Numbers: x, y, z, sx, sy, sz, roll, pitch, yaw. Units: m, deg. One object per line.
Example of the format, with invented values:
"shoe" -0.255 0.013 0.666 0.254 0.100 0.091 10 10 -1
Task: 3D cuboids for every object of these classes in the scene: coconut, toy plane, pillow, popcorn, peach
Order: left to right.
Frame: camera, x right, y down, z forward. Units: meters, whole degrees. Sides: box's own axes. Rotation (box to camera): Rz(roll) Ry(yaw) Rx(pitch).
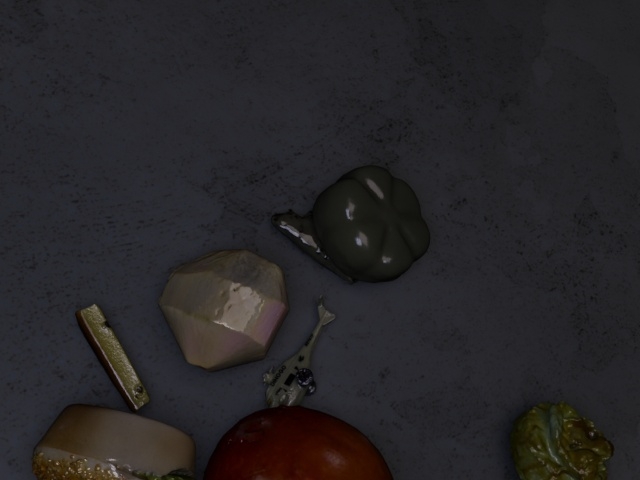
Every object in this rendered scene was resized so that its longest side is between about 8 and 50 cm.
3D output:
"coconut" -0.189 0.140 1.404 0.259 0.259 0.260 4 75 -16
"toy plane" -0.043 0.255 1.501 0.108 0.092 0.286 25 70 18
"peach" -0.037 0.473 1.312 0.369 0.370 0.370 4 75 -16
"pillow" 0.001 0.000 1.593 0.241 0.051 0.093 37 64 -4
"popcorn" 0.521 0.470 1.561 0.204 0.184 0.221 -30 72 -34

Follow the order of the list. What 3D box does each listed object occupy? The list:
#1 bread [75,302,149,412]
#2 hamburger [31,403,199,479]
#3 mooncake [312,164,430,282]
"bread" -0.406 0.232 1.391 0.049 0.088 0.226 -29 87 -25
"hamburger" -0.359 0.406 1.255 0.301 0.302 0.170 19 60 -11
"mooncake" 0.119 -0.037 1.570 0.274 0.135 0.275 15 61 -28
